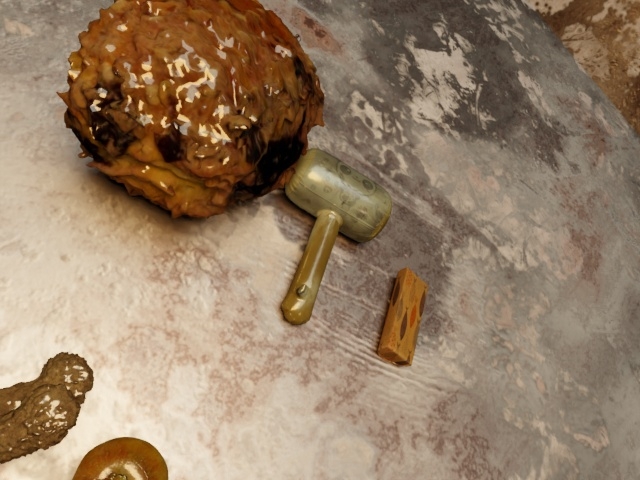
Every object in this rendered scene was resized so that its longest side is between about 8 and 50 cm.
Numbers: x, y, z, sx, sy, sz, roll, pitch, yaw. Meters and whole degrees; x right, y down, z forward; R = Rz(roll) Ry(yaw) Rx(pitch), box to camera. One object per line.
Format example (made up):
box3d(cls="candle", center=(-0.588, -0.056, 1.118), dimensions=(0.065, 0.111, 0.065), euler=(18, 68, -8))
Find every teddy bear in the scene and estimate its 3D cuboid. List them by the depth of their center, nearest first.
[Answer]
box3d(cls="teddy bear", center=(-0.376, 0.178, 0.521), dimensions=(0.251, 0.182, 0.129), euler=(18, 93, -24))

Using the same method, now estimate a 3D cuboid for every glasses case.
box3d(cls="glasses case", center=(0.146, 0.136, 0.914), dimensions=(0.064, 0.041, 0.170), euler=(39, 50, -23))

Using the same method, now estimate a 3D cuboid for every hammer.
box3d(cls="hammer", center=(0.000, 0.000, 0.871), dimensions=(0.201, 0.113, 0.306), euler=(29, 62, -12))

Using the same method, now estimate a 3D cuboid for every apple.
box3d(cls="apple", center=(-0.224, 0.281, 0.571), dimensions=(0.099, 0.102, 0.114), euler=(16, 64, -9))

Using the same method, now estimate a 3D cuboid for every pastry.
box3d(cls="pastry", center=(-0.161, -0.204, 0.752), dimensions=(0.337, 0.292, 0.405), euler=(23, 39, -18))
